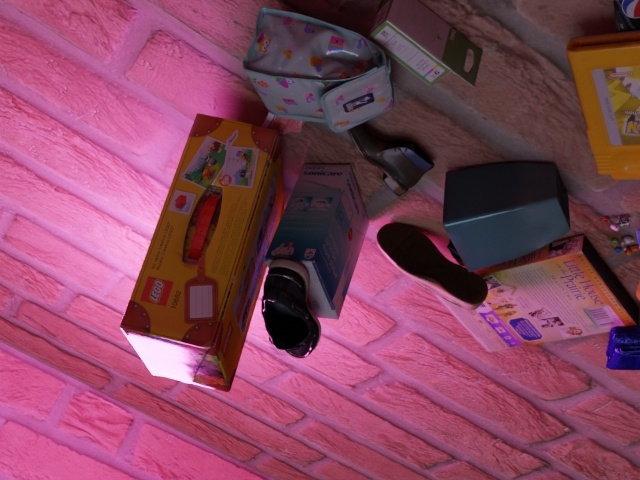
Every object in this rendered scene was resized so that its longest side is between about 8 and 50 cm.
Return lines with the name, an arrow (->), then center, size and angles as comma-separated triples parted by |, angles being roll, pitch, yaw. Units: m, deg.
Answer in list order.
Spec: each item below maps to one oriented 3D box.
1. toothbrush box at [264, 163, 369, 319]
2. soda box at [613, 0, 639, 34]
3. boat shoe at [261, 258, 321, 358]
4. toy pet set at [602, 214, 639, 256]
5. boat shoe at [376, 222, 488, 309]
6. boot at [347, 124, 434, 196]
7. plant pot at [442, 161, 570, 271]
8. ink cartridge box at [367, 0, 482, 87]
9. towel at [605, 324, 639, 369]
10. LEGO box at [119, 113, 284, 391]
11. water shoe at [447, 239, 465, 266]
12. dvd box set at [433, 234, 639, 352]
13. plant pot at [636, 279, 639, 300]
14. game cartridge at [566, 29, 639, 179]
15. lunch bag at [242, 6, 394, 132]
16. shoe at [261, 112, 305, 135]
toothbrush box -> 0.000, 0.000, 1.961 | 0.126, 0.295, 0.216 | 2, 139, 21
soda box -> 0.517, -0.406, 1.418 | 0.053, 0.060, 0.169 | -1, 140, 25
boat shoe -> -0.071, 0.185, 1.885 | 0.127, 0.113, 0.340 | 13, 143, 9
toy pet set -> 0.685, 0.003, 1.863 | 0.114, 0.065, 0.122 | -9, 136, 32
boat shoe -> 0.262, 0.070, 2.065 | 0.302, 0.109, 0.098 | 33, 161, 10
boot -> 0.149, -0.203, 1.845 | 0.106, 0.082, 0.219 | -33, 118, 21
plant pot -> 0.403, -0.066, 1.825 | 0.234, 0.165, 0.165 | -14, 133, 25
ink cartridge box -> 0.195, -0.361, 1.573 | 0.209, 0.109, 0.062 | 32, 141, -18
towel -> 0.858, 0.274, 2.068 | 0.308, 0.076, 0.227 | -1, 152, 14
LEGO box -> -0.237, 0.040, 1.888 | 0.193, 0.500, 0.372 | 13, 156, 5
water shoe -> 0.384, 0.007, 1.991 | 0.203, 0.073, 0.080 | -24, 124, 42
dvd box set -> 0.524, 0.143, 2.115 | 0.420, 0.062, 0.307 | -18, 130, 39
plant pot -> 0.808, 0.096, 1.829 | 0.187, 0.212, 0.212 | -7, 138, 48
game cartridge -> 0.607, -0.231, 1.500 | 0.285, 0.052, 0.323 | 1, 138, 33
lunch bag -> 0.011, -0.314, 1.626 | 0.262, 0.160, 0.223 | 13, 169, 12
shoe -> -0.083, -0.249, 1.872 | 0.081, 0.063, 0.178 | 28, 139, -6
